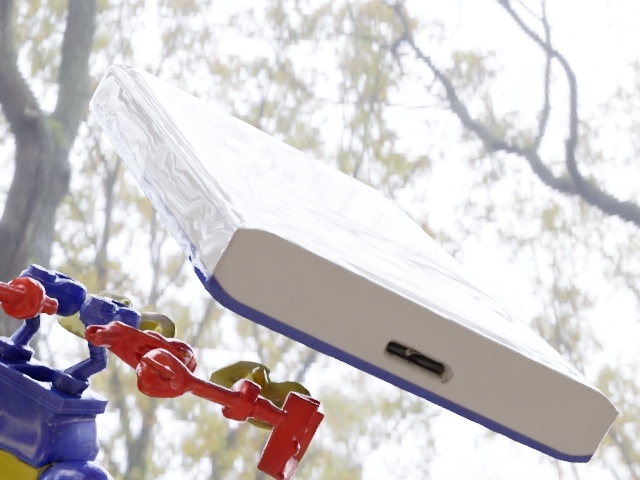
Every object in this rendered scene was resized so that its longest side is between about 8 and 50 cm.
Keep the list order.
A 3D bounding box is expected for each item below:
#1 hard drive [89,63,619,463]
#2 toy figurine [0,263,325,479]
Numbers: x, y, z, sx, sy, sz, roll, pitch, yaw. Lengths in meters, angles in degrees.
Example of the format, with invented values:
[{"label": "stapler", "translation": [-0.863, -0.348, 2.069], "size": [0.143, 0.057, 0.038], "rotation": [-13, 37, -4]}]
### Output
[{"label": "hard drive", "translation": [0.000, 0.000, 0.837], "size": [0.210, 0.318, 0.040], "rotation": [26, -81, -23]}, {"label": "toy figurine", "translation": [-0.203, 0.105, 0.813], "size": [0.362, 0.191, 0.217], "rotation": [23, -91, 26]}]
